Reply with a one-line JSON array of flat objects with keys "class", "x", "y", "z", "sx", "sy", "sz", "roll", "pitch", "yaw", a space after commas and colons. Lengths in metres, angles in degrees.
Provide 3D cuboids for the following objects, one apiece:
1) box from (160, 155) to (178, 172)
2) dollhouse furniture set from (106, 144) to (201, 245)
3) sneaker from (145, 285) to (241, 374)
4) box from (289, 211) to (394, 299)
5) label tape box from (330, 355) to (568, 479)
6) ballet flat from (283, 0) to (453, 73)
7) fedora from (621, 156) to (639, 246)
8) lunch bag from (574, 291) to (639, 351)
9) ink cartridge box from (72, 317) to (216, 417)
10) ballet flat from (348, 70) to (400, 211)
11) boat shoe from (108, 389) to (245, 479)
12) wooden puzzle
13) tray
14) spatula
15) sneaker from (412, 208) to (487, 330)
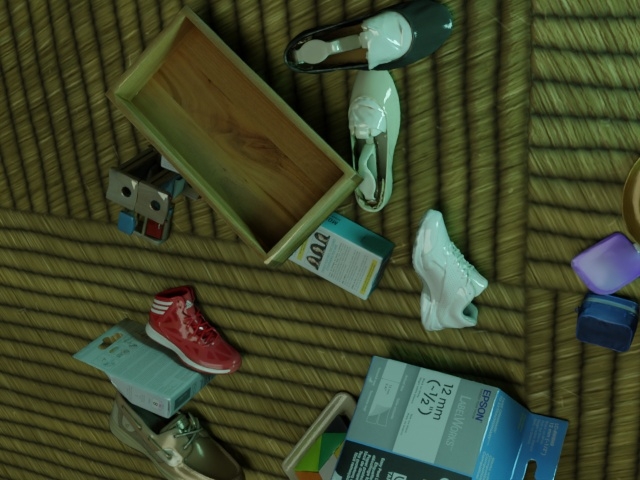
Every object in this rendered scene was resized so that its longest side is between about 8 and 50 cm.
[{"class": "box", "x": -0.211, "y": -0.168, "z": 1.716, "sx": 0.101, "sy": 0.102, "sz": 0.087, "roll": 22, "pitch": 126, "yaw": 17}, {"class": "dollhouse furniture set", "x": -0.312, "y": -0.055, "z": 1.813, "sx": 0.129, "sy": 0.129, "sz": 0.183, "roll": 25, "pitch": 124, "yaw": 15}, {"class": "sneaker", "x": -0.250, "y": 0.173, "z": 1.930, "sx": 0.221, "sy": 0.087, "sz": 0.128, "roll": 23, "pitch": 125, "yaw": 15}, {"class": "box", "x": 0.000, "y": 0.000, "z": 1.717, "sx": 0.244, "sy": 0.060, "sz": 0.100, "roll": 29, "pitch": 125, "yaw": 12}, {"class": "label tape box", "x": 0.221, "y": 0.364, "z": 1.669, "sx": 0.348, "sy": 0.249, "sz": 0.115, "roll": 11, "pitch": 157, "yaw": 25}, {"class": "ballet flat", "x": 0.064, "y": -0.300, "z": 1.498, "sx": 0.281, "sy": 0.096, "sz": 0.095, "roll": -9, "pitch": 102, "yaw": 31}, {"class": "fedora", "x": 0.512, "y": -0.055, "z": 1.378, "sx": 0.194, "sy": 0.079, "sz": 0.194, "roll": 6, "pitch": 102, "yaw": 30}, {"class": "lunch bag", "x": 0.451, "y": 0.124, "z": 1.540, "sx": 0.099, "sy": 0.065, "sz": 0.067, "roll": 16, "pitch": 137, "yaw": 19}, {"class": "ink cartridge box", "x": -0.349, "y": 0.254, "z": 1.962, "sx": 0.232, "sy": 0.189, "sz": 0.066, "roll": 16, "pitch": 117, "yaw": 20}, {"class": "ballet flat", "x": 0.082, "y": -0.159, "z": 1.576, "sx": 0.086, "sy": 0.086, "sz": 0.248, "roll": 8, "pitch": 119, "yaw": 25}, {"class": "boat shoe", "x": -0.307, "y": 0.425, "z": 2.072, "sx": 0.341, "sy": 0.121, "sz": 0.110, "roll": 26, "pitch": 126, "yaw": 15}, {"class": "wooden puzzle", "x": 0.034, "y": 0.439, "z": 1.834, "sx": 0.221, "sy": 0.044, "sz": 0.238, "roll": -54, "pitch": 47, "yaw": 17}, {"class": "tray", "x": -0.144, "y": -0.171, "z": 1.595, "sx": 0.203, "sy": 0.076, "sz": 0.411, "roll": -46, "pitch": 76, "yaw": 7}, {"class": "spatula", "x": 0.518, "y": -0.007, "z": 1.454, "sx": 0.296, "sy": 0.030, "sz": 0.084, "roll": -34, "pitch": 98, "yaw": 36}, {"class": "sneaker", "x": 0.220, "y": 0.048, "z": 1.621, "sx": 0.115, "sy": 0.090, "sz": 0.232, "roll": 1, "pitch": 125, "yaw": 21}]
